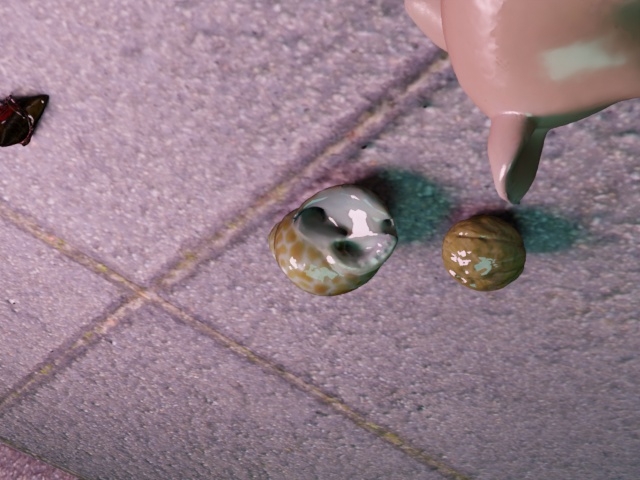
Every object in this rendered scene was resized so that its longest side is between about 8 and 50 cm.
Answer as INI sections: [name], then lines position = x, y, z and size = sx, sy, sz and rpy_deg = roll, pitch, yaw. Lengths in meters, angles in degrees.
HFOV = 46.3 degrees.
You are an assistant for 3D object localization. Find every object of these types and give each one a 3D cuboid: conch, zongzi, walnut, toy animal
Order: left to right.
[zongzi]
position = -0.333, -0.137, 0.836
size = 0.067, 0.073, 0.083
rpy_deg = 47, 174, -33
[conch]
position = 0.015, 0.001, 0.826
size = 0.116, 0.106, 0.173
rpy_deg = 39, 123, -8
[walnut]
position = 0.173, 0.012, 0.793
size = 0.092, 0.092, 0.092
rpy_deg = 11, 142, 9
[toy animal]
position = 0.178, -0.190, 0.462
size = 0.213, 0.195, 0.256
rpy_deg = -13, 144, -7
